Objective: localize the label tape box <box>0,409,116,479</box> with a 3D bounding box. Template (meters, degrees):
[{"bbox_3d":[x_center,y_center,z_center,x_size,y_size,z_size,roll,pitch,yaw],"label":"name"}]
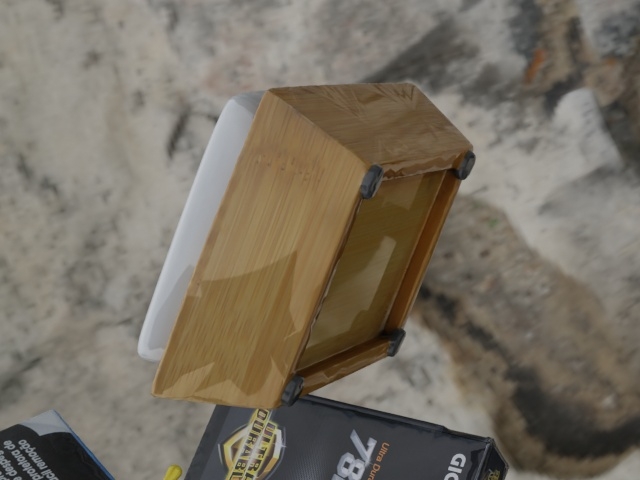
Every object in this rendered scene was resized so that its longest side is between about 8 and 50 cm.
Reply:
[{"bbox_3d":[-0.228,0.248,0.887,0.249,0.347,0.115,39,141,47],"label":"label tape box"}]

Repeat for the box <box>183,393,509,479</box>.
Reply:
[{"bbox_3d":[-0.009,0.295,1.642,0.293,0.296,0.073,10,154,31],"label":"box"}]

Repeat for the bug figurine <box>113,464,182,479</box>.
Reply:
[{"bbox_3d":[-0.077,0.296,1.245,0.279,0.072,0.216,23,92,28],"label":"bug figurine"}]

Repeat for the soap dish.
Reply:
[{"bbox_3d":[0.000,0.000,1.293,0.118,0.291,0.229,26,105,18],"label":"soap dish"}]
